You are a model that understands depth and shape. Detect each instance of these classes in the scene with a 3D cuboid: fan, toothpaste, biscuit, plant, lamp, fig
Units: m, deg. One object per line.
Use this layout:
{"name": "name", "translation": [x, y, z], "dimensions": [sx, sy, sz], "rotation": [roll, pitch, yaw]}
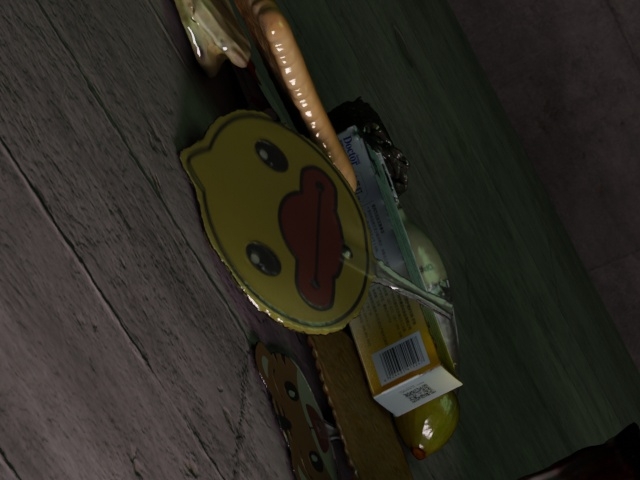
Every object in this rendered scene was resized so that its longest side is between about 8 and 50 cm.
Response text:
{"name": "fan", "translation": [-0.001, 0.000, 1.840], "dimensions": [0.335, 0.011, 0.229], "rotation": [30, 44, -28]}
{"name": "fan", "translation": [-0.003, 0.170, 1.805], "dimensions": [0.152, 0.008, 0.227], "rotation": [70, 14, 15]}
{"name": "toothpaste", "translation": [0.055, 0.026, 2.065], "dimensions": [0.071, 0.089, 0.313], "rotation": [39, 28, -54]}
{"name": "biscuit", "translation": [0.044, 0.177, 1.928], "dimensions": [0.237, 0.013, 0.232], "rotation": [45, 24, -64]}
{"name": "plant", "translation": [0.047, -0.098, 2.268], "dimensions": [0.143, 0.092, 0.094], "rotation": [-111, 175, -47]}
{"name": "lamp", "translation": [0.097, 0.065, 2.165], "dimensions": [0.101, 0.101, 0.250], "rotation": [-6, 76, -75]}
{"name": "fig", "translation": [0.109, 0.187, 2.078], "dimensions": [0.074, 0.074, 0.088], "rotation": [51, 38, -47]}
{"name": "biscuit", "translation": [-0.030, -0.167, 1.996], "dimensions": [0.160, 0.030, 0.249], "rotation": [59, -4, 48]}

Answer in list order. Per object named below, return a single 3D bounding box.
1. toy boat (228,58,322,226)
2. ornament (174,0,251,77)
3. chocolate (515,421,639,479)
{"name": "toy boat", "translation": [-0.034, -0.068, 2.006], "dimensions": [0.219, 0.072, 0.318], "rotation": [55, 8, -30]}
{"name": "ornament", "translation": [-0.128, -0.270, 1.971], "dimensions": [0.180, 0.059, 0.201], "rotation": [-84, 151, -69]}
{"name": "chocolate", "translation": [0.279, 0.351, 2.166], "dimensions": [0.283, 0.186, 0.283], "rotation": [-7, 90, -88]}
